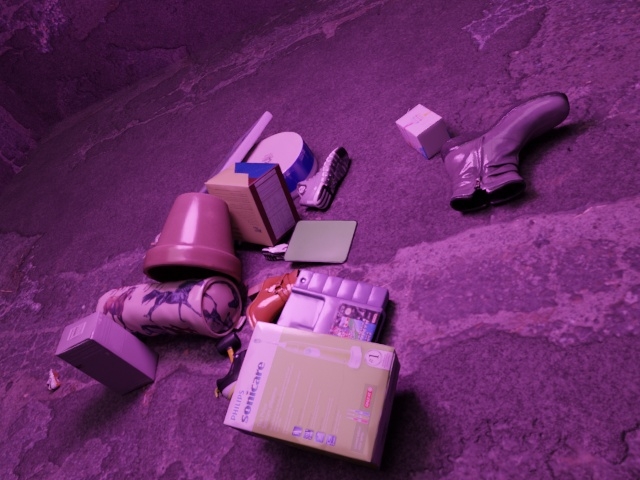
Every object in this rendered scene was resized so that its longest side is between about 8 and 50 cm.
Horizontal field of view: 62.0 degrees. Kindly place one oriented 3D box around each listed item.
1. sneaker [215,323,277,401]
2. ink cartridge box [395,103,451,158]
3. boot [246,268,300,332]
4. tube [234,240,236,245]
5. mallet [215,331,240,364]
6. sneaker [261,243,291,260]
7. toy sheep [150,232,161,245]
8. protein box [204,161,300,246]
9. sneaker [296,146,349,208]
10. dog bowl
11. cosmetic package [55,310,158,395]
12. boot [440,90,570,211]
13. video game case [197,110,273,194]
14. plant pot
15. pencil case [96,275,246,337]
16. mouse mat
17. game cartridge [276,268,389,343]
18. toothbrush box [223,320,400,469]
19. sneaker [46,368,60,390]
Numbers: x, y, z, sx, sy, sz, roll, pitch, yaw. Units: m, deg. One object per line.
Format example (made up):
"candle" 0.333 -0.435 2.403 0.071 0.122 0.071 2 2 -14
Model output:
"sneaker" -0.163 0.274 1.255 0.097 0.084 0.234 24 61 27
"ink cartridge box" 0.292 -0.316 1.530 0.090 0.092 0.143 -37 37 1
"boot" -0.109 0.160 1.366 0.153 0.073 0.197 -23 43 9
"tube" -0.295 0.008 1.675 0.080 0.052 0.207 -18 36 18
"mallet" -0.221 0.314 1.324 0.062 0.039 0.189 -29 43 7
"sneaker" -0.119 0.032 1.532 0.109 0.040 0.043 2 42 30
"toy sheep" -0.516 0.004 1.811 0.132 0.091 0.091 -14 44 18
"protein box" -0.198 -0.111 1.575 0.200 0.201 0.136 9 40 41
"sneaker" -0.007 -0.196 1.637 0.132 0.086 0.228 0 52 39
"dog bowl" -0.148 -0.233 1.760 0.265 0.104 0.264 -21 41 19
"cosmetic package" -0.561 0.305 1.423 0.127 0.238 0.107 -27 37 16
"boot" 0.464 -0.201 1.290 0.338 0.118 0.222 -29 41 26
"video game case" -0.319 -0.285 1.895 0.300 0.036 0.329 -23 33 58
"plant pot" -0.339 -0.002 1.483 0.263 0.263 0.229 -8 67 31
"pencil case" -0.413 0.196 1.471 0.411 0.183 0.159 -8 52 28
"mouse mat" 0.000 0.000 1.471 0.190 0.007 0.152 2 51 23
"game cartridge" -0.001 0.235 1.169 0.230 0.068 0.355 9 56 23
"toothbrush box" -0.009 0.290 1.017 0.284 0.122 0.206 7 64 17
"sneaker" -0.837 0.433 1.657 0.037 0.032 0.083 -42 39 -8
